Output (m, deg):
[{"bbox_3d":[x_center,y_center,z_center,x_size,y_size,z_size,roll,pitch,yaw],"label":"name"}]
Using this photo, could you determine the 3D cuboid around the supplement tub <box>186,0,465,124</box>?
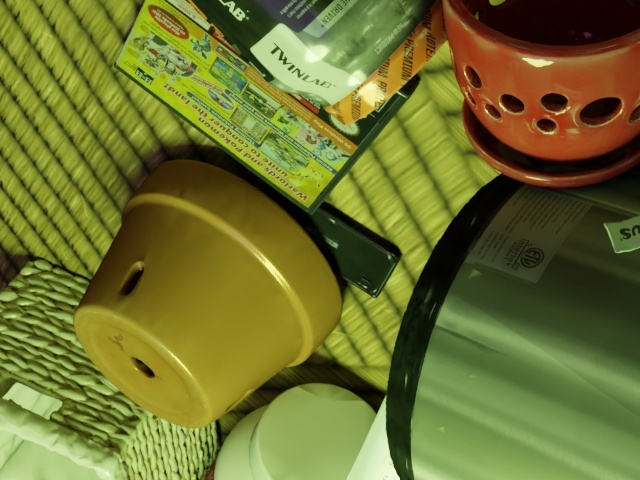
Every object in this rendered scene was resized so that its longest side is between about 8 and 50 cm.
[{"bbox_3d":[-0.036,-0.259,1.122,0.316,0.193,0.193,45,143,-11],"label":"supplement tub"}]

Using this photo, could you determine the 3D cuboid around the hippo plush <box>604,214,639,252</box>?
[{"bbox_3d":[0.337,-0.131,0.964,0.234,0.294,0.237,-134,36,-65],"label":"hippo plush"}]

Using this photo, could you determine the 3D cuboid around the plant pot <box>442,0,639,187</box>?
[{"bbox_3d":[0.197,-0.148,1.064,0.191,0.191,0.174,16,144,25],"label":"plant pot"}]

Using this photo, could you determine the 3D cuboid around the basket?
[{"bbox_3d":[-0.337,0.259,1.889,0.328,0.266,0.331,21,141,20],"label":"basket"}]

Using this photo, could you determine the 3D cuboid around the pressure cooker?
[{"bbox_3d":[0.309,0.147,1.104,0.420,0.375,0.370,20,98,36],"label":"pressure cooker"}]

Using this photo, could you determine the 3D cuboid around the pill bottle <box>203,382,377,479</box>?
[{"bbox_3d":[-0.047,0.355,1.793,0.229,0.229,0.408,33,145,4],"label":"pill bottle"}]

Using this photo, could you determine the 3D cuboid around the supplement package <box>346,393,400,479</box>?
[{"bbox_3d":[0.186,0.256,1.460,0.262,0.199,0.198,28,113,11],"label":"supplement package"}]

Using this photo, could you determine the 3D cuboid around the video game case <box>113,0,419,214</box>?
[{"bbox_3d":[-0.065,-0.173,1.379,0.275,0.035,0.248,37,144,-3],"label":"video game case"}]

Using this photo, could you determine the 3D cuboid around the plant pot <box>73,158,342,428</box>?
[{"bbox_3d":[-0.148,0.081,1.561,0.290,0.203,0.291,28,149,19],"label":"plant pot"}]

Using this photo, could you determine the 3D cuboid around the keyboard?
[{"bbox_3d":[0.000,0.000,1.532,0.180,0.023,0.108,33,139,6],"label":"keyboard"}]
